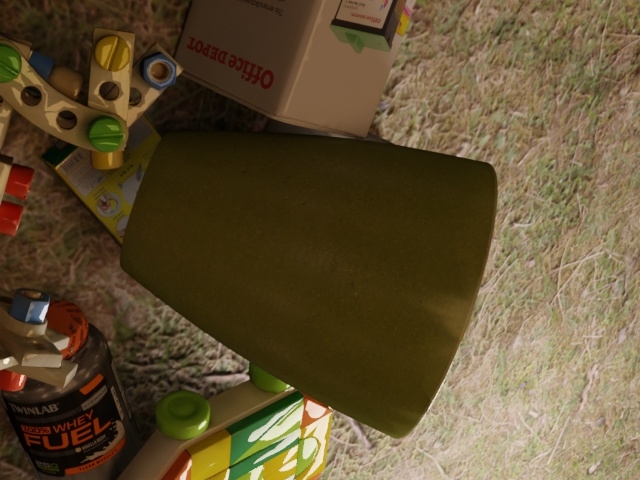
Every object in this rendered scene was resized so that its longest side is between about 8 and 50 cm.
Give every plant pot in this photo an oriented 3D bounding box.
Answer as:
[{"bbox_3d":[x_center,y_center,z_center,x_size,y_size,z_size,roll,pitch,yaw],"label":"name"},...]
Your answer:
[{"bbox_3d":[-0.025,0.010,0.831,0.294,0.275,0.274,18,102,-3],"label":"plant pot"}]

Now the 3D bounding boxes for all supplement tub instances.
[{"bbox_3d":[-0.263,0.163,0.912,0.117,0.117,0.190,-29,127,-26],"label":"supplement tub"}]

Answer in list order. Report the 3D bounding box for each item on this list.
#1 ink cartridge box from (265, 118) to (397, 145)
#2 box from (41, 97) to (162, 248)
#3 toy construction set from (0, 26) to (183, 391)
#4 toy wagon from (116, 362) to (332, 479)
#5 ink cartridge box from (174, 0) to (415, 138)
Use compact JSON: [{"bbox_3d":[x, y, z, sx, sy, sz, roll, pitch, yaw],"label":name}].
[{"bbox_3d":[0.000,0.000,1.045,0.197,0.114,0.272,13,103,-42],"label":"ink cartridge box"},{"bbox_3d":[-0.190,-0.053,0.913,0.105,0.043,0.179,-44,130,-13],"label":"box"},{"bbox_3d":[-0.262,-0.041,0.763,0.215,0.151,0.327,16,87,-21],"label":"toy construction set"},{"bbox_3d":[-0.133,0.273,0.966,0.344,0.068,0.267,-22,133,-36],"label":"toy wagon"},{"bbox_3d":[-0.009,-0.260,0.842,0.117,0.201,0.278,9,106,-42],"label":"ink cartridge box"}]
